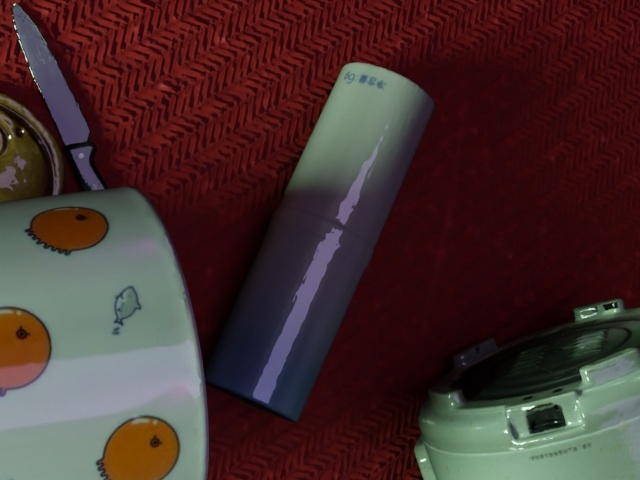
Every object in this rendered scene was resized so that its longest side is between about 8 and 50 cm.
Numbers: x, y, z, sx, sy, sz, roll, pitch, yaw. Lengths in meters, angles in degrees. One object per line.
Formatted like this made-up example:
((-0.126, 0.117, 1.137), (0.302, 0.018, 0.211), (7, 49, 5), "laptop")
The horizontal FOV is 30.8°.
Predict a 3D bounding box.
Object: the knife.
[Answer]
((-0.170, -0.080, 0.783), (0.023, 0.010, 0.170), (-27, 100, -22), "knife")

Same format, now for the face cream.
((0.000, 0.000, 0.825), (0.077, 0.077, 0.250), (30, 78, -22), "face cream")

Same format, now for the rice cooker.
((0.202, 0.178, 0.836), (0.241, 0.280, 0.227), (-18, 95, 17), "rice cooker")

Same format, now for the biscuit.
((-0.249, -0.037, 0.737), (0.175, 0.026, 0.124), (-3, 91, -25), "biscuit")

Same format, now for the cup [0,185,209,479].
((-0.244, 0.092, 0.637), (0.317, 0.212, 0.212), (-8, 93, -24), "cup")
